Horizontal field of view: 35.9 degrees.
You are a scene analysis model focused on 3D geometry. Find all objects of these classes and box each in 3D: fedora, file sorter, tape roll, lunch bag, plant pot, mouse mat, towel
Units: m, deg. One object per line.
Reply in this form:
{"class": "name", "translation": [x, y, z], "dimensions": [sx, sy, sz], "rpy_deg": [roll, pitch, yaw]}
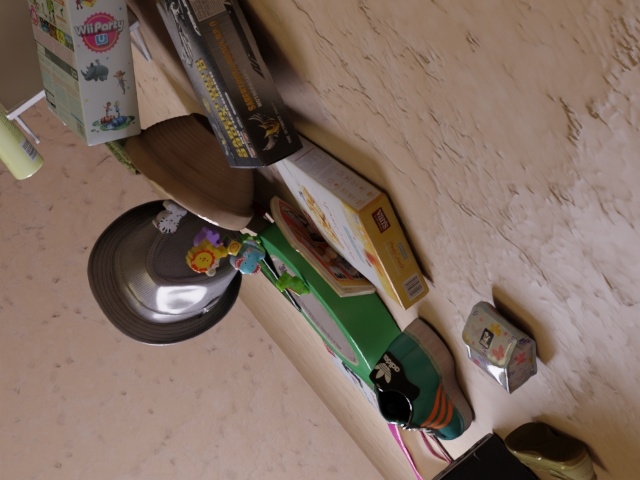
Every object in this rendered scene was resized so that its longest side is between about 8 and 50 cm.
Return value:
{"class": "fedora", "translation": [-0.232, 0.034, 1.630], "dimensions": [0.124, 0.275, 0.244], "rpy_deg": [-33, 83, 53]}
{"class": "file sorter", "translation": [-0.474, -0.336, 1.777], "dimensions": [0.193, 0.277, 0.173], "rpy_deg": [49, 171, 16]}
{"class": "tape roll", "translation": [0.017, 0.096, 1.670], "dimensions": [0.321, 0.077, 0.321], "rpy_deg": [49, 168, 14]}
{"class": "lunch bag", "translation": [0.189, 0.111, 1.051], "dimensions": [0.071, 0.053, 0.083], "rpy_deg": [42, 156, 39]}
{"class": "plant pot", "translation": [-0.188, -0.129, 1.594], "dimensions": [0.237, 0.110, 0.237], "rpy_deg": [35, -169, -8]}
{"class": "mouse mat", "translation": [-0.107, 0.041, 1.767], "dimensions": [0.152, 0.007, 0.190], "rpy_deg": [43, 168, 44]}
{"class": "towel", "translation": [-0.315, -0.148, 1.630], "dimensions": [0.148, 0.027, 0.110], "rpy_deg": [44, -167, 29]}

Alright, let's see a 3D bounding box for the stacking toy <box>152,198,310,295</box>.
{"class": "stacking toy", "translation": [-0.140, 0.021, 1.526], "dimensions": [0.221, 0.052, 0.167], "rpy_deg": [23, -169, -38]}

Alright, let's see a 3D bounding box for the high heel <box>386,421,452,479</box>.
{"class": "high heel", "translation": [0.210, 0.425, 1.932], "dimensions": [0.244, 0.082, 0.117], "rpy_deg": [62, -177, 19]}

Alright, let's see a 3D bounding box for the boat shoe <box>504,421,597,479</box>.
{"class": "boat shoe", "translation": [0.272, 0.256, 1.177], "dimensions": [0.048, 0.056, 0.153], "rpy_deg": [59, 161, -11]}

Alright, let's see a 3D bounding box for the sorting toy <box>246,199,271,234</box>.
{"class": "sorting toy", "translation": [-0.207, -0.110, 1.798], "dimensions": [0.229, 0.041, 0.307], "rpy_deg": [43, -173, 37]}

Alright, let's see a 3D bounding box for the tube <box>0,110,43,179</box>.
{"class": "tube", "translation": [-0.574, -0.212, 1.708], "dimensions": [0.070, 0.062, 0.240], "rpy_deg": [0, 136, 36]}

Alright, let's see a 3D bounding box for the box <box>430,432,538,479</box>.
{"class": "box", "translation": [0.198, 0.622, 1.561], "dimensions": [0.297, 0.472, 0.480], "rpy_deg": [45, 167, 29]}

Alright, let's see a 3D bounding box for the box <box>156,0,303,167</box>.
{"class": "box", "translation": [-0.113, -0.201, 1.177], "dimensions": [0.231, 0.056, 0.183], "rpy_deg": [66, 166, -11]}

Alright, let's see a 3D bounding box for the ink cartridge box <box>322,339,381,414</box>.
{"class": "ink cartridge box", "translation": [0.089, 0.236, 1.832], "dimensions": [0.175, 0.072, 0.127], "rpy_deg": [45, 167, 36]}

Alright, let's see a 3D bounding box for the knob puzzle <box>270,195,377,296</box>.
{"class": "knob puzzle", "translation": [0.000, 0.000, 1.435], "dimensions": [0.213, 0.030, 0.213], "rpy_deg": [41, -167, -12]}

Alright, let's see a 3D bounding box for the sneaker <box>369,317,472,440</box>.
{"class": "sneaker", "translation": [0.140, 0.232, 1.470], "dimensions": [0.108, 0.121, 0.302], "rpy_deg": [44, 167, 37]}

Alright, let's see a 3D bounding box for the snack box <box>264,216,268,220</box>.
{"class": "snack box", "translation": [-0.069, 0.024, 1.939], "dimensions": [0.178, 0.022, 0.064], "rpy_deg": [51, 169, 5]}

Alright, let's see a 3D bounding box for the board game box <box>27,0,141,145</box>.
{"class": "board game box", "translation": [-0.376, -0.329, 1.534], "dimensions": [0.224, 0.097, 0.303], "rpy_deg": [36, 137, 49]}

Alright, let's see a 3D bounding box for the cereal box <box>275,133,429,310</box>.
{"class": "cereal box", "translation": [0.031, -0.031, 1.257], "dimensions": [0.240, 0.047, 0.173], "rpy_deg": [39, 163, 51]}
